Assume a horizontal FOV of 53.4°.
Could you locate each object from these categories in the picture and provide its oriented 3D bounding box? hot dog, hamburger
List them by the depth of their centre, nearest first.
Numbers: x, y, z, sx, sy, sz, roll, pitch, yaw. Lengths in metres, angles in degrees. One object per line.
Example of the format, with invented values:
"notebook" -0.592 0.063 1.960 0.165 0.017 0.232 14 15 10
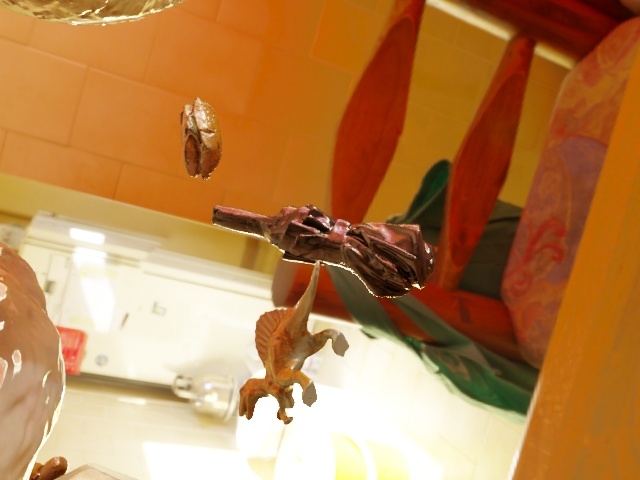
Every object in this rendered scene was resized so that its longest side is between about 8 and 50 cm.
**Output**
"hot dog" -0.440 0.378 0.941 0.060 0.140 0.089 14 123 32
"hamburger" -0.243 -0.222 1.313 0.102 0.087 0.175 133 134 -68

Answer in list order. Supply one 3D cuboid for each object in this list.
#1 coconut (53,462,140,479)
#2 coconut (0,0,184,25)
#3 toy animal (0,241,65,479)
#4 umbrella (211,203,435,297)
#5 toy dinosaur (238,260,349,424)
"coconut" -0.130 0.233 0.311 0.197 0.237 0.236 -52 31 27
"coconut" -0.169 -0.298 0.428 0.255 0.297 0.297 18 94 41
"toy animal" -0.315 0.101 0.457 0.308 0.266 0.188 -52 -8 -36
"umbrella" 0.000 0.000 0.938 0.118 0.340 0.118 13 -90 -80
"toy dinosaur" -0.037 0.117 0.711 0.142 0.057 0.211 13 97 49
